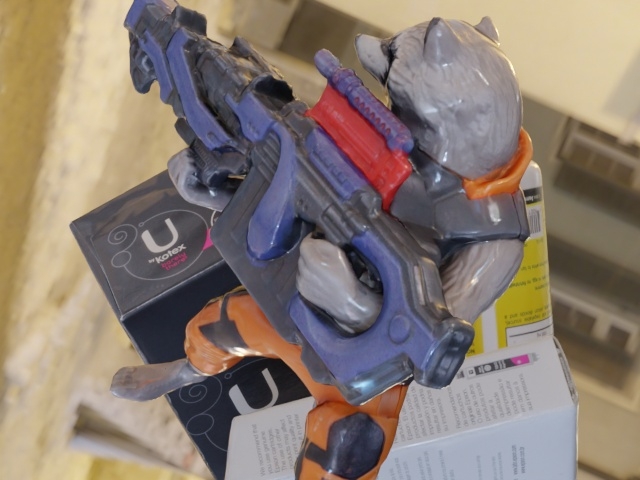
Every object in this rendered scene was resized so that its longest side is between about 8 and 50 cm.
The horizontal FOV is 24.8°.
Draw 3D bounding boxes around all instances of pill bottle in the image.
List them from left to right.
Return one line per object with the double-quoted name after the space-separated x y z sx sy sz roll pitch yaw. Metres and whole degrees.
0.160 0.083 1.595 0.188 0.187 0.334 -79 165 -85 "pill bottle"

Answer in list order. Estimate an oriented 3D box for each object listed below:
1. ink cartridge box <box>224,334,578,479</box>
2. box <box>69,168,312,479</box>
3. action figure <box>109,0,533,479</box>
0.038 0.206 1.151 0.324 0.330 0.071 75 3 -60 "ink cartridge box"
-0.077 0.073 1.265 0.143 0.165 0.270 53 -9 46 "box"
0.000 0.000 0.816 0.330 0.178 0.341 -59 -135 32 "action figure"
